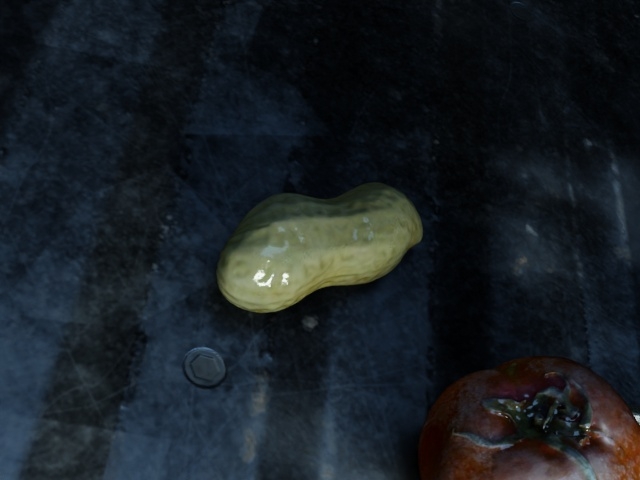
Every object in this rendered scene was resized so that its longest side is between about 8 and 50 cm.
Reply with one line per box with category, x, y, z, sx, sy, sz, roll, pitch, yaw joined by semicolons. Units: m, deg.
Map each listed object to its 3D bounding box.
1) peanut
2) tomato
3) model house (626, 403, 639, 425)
peanut;0.000;0.000;1.070;0.274;0.111;0.125;-14;47;-36
tomato;0.202;0.229;0.933;0.232;0.189;0.232;-7;39;6
model house;0.420;0.252;1.031;0.278;0.205;0.218;13;10;6
